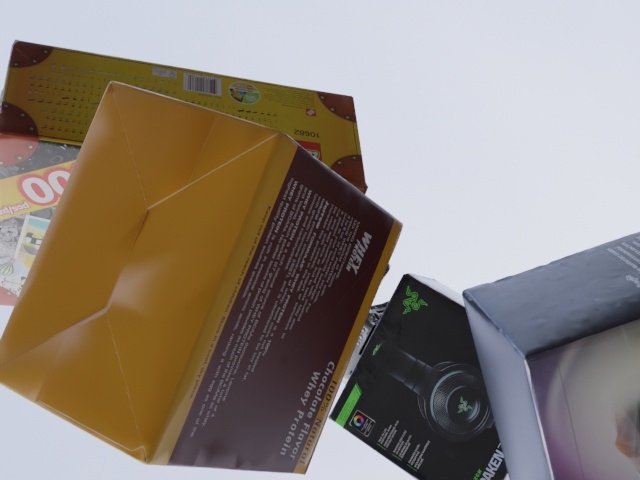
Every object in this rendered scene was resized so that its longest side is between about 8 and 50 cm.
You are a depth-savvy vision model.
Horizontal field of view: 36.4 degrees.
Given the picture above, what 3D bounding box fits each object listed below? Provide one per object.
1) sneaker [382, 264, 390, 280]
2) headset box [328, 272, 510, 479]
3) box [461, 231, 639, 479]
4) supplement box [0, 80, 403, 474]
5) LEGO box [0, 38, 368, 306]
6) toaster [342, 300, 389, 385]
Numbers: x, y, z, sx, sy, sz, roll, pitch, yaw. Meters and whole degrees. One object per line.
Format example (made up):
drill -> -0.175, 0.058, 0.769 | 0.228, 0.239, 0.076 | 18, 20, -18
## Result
sneaker -> 0.000, 0.000, 1.325 | 0.234, 0.106, 0.078 | 36, -160, -20
headset box -> 0.184, 0.211, 1.391 | 0.283, 0.246, 0.131 | 32, -172, 26
box -> 0.331, 0.160, 0.959 | 0.294, 0.183, 0.296 | -19, -70, -3
supplement box -> -0.067, 0.034, 0.622 | 0.194, 0.129, 0.191 | 29, -98, -61
LEGO box -> -0.227, -0.059, 1.455 | 0.500, 0.372, 0.193 | 7, -132, -15
toaster -> 0.122, 0.199, 1.753 | 0.129, 0.146, 0.227 | 30, -164, 24
